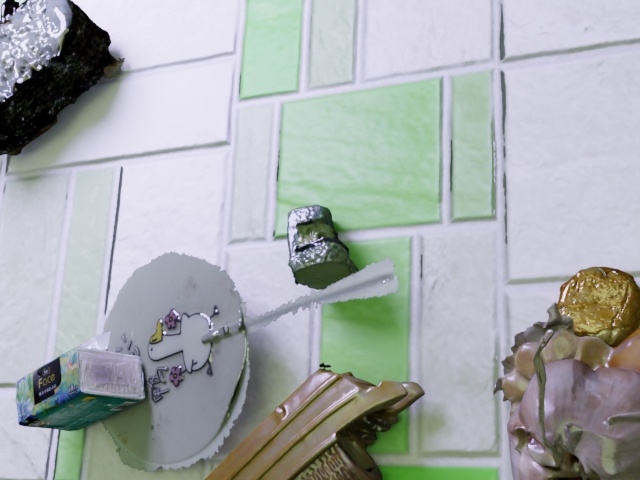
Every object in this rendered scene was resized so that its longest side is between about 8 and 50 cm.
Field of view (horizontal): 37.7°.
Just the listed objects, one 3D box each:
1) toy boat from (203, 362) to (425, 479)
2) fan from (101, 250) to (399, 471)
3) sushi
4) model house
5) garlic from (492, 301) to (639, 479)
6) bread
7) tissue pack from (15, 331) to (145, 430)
[{"bbox_3d":[-0.030,0.233,0.880,0.310,0.089,0.115,-45,64,5],"label":"toy boat"},{"bbox_3d":[-0.097,0.094,0.947,0.415,0.012,0.233,-26,67,31],"label":"fan"},{"bbox_3d":[-0.367,-0.211,1.169,0.212,0.115,0.147,-45,64,4],"label":"sushi"},{"bbox_3d":[0.000,0.000,0.951,0.066,0.079,0.083,-14,67,18],"label":"model house"},{"bbox_3d":[0.199,0.124,0.741,0.207,0.257,0.207,-35,31,25],"label":"garlic"},{"bbox_3d":[0.248,0.062,0.835,0.081,0.046,0.083,-23,63,10],"label":"bread"},{"bbox_3d":[-0.258,0.149,1.002,0.111,0.085,0.079,-29,61,32],"label":"tissue pack"}]
